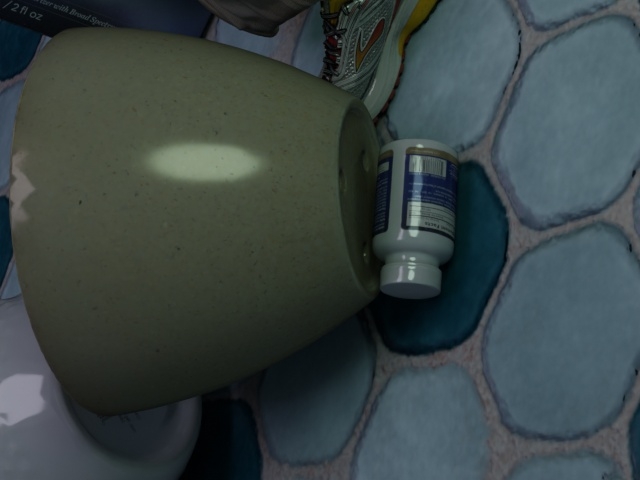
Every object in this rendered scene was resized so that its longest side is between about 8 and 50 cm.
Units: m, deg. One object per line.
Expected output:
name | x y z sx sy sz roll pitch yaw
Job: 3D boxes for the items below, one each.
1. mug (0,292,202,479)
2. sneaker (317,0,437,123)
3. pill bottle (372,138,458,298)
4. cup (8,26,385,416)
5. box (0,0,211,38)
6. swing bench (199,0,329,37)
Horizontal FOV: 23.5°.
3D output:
mug | -0.264 0.234 1.476 0.328 0.276 0.374 -29 75 39
sneaker | 0.028 -0.188 1.367 0.088 0.093 0.225 43 112 53
pill bottle | 0.076 -0.016 1.246 0.067 0.067 0.120 -18 61 51
cup | -0.075 -0.025 1.279 0.237 0.331 0.331 -5 68 15
box | -0.238 -0.369 1.643 0.294 0.296 0.183 -62 35 17
swing bench | -0.039 -0.332 1.358 0.254 0.165 0.253 -65 13 -7
